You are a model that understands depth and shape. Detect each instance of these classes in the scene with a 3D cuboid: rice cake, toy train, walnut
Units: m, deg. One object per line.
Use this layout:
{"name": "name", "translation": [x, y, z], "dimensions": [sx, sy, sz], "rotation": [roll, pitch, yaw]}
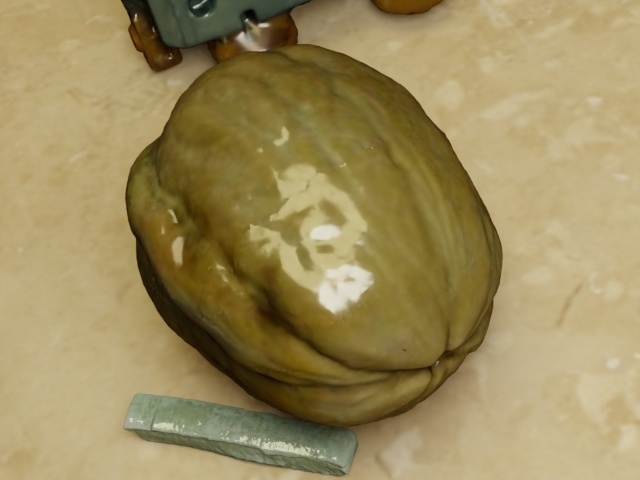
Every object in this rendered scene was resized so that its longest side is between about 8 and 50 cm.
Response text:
{"name": "rice cake", "translation": [-0.057, 0.135, 1.139], "dimensions": [0.170, 0.029, 0.033], "rotation": [9, 59, 18]}
{"name": "toy train", "translation": [-0.013, -0.285, 1.372], "dimensions": [0.369, 0.163, 0.232], "rotation": [-22, 39, -5]}
{"name": "walnut", "translation": [0.000, 0.000, 1.109], "dimensions": [0.283, 0.227, 0.283], "rotation": [18, 29, -10]}
